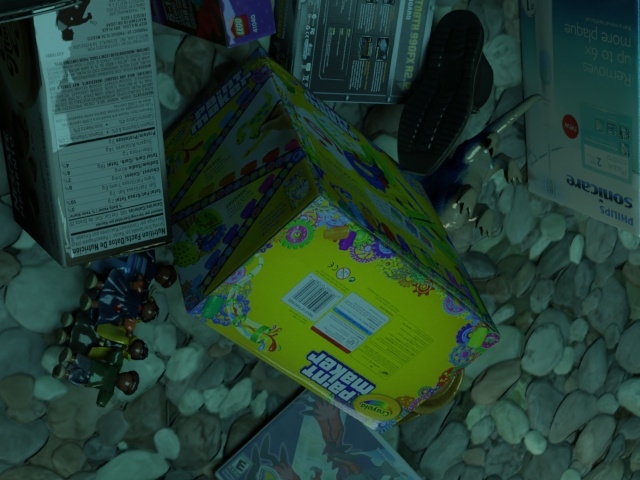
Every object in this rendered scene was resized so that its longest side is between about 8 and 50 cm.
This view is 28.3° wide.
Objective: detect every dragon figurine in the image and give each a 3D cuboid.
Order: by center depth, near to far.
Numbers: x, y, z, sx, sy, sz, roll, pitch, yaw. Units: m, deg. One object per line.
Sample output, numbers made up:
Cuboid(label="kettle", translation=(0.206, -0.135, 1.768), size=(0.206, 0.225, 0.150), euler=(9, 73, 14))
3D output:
Cuboid(label="dragon figurine", translation=(0.159, -0.080, 1.539), size=(0.085, 0.144, 0.289), euler=(41, 67, -38))

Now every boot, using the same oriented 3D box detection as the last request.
Cuboid(label="boot", translation=(0.159, -0.150, 1.485), size=(0.198, 0.077, 0.137), euler=(-67, 156, -10))

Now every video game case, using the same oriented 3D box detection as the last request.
Cuboid(label="video game case", translation=(0.004, 0.295, 1.540), size=(0.183, 0.023, 0.201), euler=(-42, 79, -13))

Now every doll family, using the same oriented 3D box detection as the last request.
Cuboid(label="doll family", translation=(-0.217, 0.081, 1.375), size=(0.111, 0.076, 0.193), euler=(20, 93, -31))

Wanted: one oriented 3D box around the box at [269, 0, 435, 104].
Cuboid(label="box", translation=(0.041, -0.270, 1.419), size=(0.183, 0.056, 0.231), euler=(-3, 109, -32))

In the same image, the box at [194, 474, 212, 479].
Cuboid(label="box", translation=(-0.106, 0.413, 1.422), size=(0.142, 0.300, 0.154), euler=(-25, 119, -23))

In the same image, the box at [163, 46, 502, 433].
Cuboid(label="box", translation=(0.000, 0.000, 1.329), size=(0.177, 0.279, 0.290), euler=(-41, 127, 16))

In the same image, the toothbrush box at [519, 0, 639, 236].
Cuboid(label="toothbrush box", translation=(0.360, -0.182, 1.553), size=(0.126, 0.216, 0.295), euler=(-19, 117, -25))

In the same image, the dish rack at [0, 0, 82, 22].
Cuboid(label="dish rack", translation=(-0.292, -0.300, 1.063), size=(0.208, 0.271, 0.074), euler=(-15, 154, -13))

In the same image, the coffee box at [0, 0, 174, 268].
Cuboid(label="coffee box", translation=(-0.237, -0.144, 1.223), size=(0.119, 0.168, 0.297), euler=(-15, 115, -27))

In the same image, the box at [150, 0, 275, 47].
Cuboid(label="box", translation=(-0.136, -0.342, 1.194), size=(0.057, 0.201, 0.293), euler=(-22, 117, -25))

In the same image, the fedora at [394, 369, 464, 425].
Cuboid(label="fedora", translation=(0.119, 0.166, 1.610), size=(0.194, 0.079, 0.194), euler=(-11, 112, -28))
